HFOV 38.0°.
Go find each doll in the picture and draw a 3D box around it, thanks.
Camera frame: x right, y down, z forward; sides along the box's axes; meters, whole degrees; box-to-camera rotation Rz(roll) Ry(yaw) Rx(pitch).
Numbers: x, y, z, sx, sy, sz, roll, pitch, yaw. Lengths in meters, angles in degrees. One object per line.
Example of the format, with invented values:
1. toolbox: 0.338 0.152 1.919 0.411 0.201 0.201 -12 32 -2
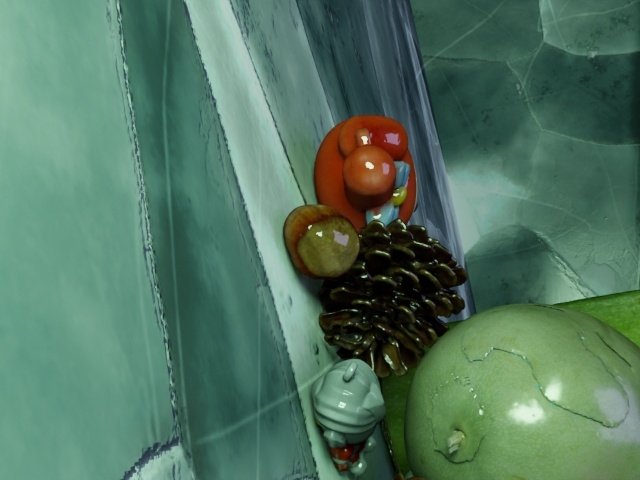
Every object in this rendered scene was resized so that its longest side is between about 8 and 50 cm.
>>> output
1. doll: 0.057 -0.074 1.150 0.290 0.129 0.161 83 2 -77
2. doll: 0.030 0.178 0.941 0.180 0.079 0.094 81 30 -49

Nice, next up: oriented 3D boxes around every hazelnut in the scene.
1. hazelnut: 0.000 0.000 0.977 0.086 0.086 0.086 -13 90 -77

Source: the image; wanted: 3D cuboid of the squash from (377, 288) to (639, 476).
1. squash: 0.286 0.221 1.281 0.263 0.384 0.263 -11 90 -75

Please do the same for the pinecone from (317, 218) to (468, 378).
1. pinecone: 0.072 0.075 1.033 0.165 0.162 0.163 -60 141 -37

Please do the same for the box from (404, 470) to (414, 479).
1. box: 0.137 0.383 1.044 0.227 0.129 0.162 -72 162 -64

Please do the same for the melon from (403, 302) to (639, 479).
1. melon: 0.223 0.198 0.965 0.330 0.268 0.269 13 63 -54

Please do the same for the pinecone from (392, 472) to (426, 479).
1. pinecone: 0.069 0.294 0.879 0.120 0.140 0.140 -26 105 -42
